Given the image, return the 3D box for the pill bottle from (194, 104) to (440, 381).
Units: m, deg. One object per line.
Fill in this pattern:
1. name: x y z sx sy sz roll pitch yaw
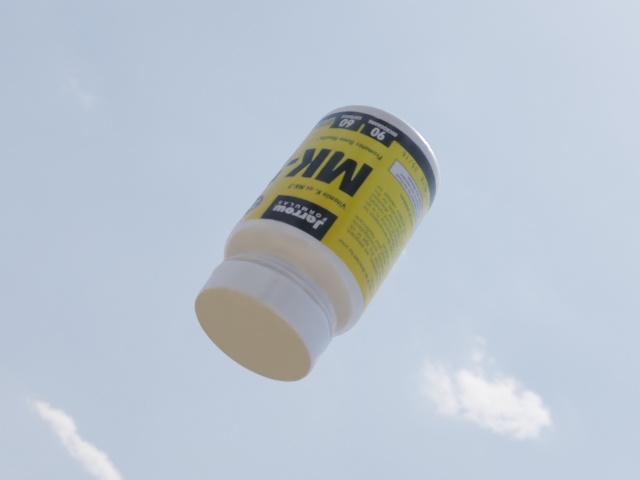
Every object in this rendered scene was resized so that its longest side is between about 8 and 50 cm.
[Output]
1. pill bottle: 0.000 0.000 0.746 0.119 0.208 0.119 22 -37 18
